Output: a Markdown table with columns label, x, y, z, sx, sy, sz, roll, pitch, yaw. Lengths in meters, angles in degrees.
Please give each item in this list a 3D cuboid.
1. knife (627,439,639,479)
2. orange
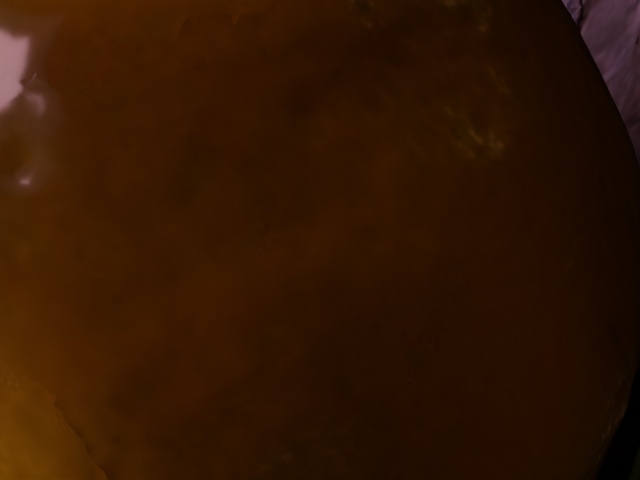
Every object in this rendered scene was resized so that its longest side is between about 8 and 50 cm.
| label | x | y | z | sx | sy | sz | roll | pitch | yaw |
| --- | --- | --- | --- | --- | --- | --- | --- | --- | --- |
| knife | 0.121 | 0.004 | 0.536 | 0.054 | 0.015 | 0.212 | -10 | 52 | 57 |
| orange | -0.036 | 0.008 | 0.567 | 0.235 | 0.279 | 0.279 | -38 | 6 | -29 |
